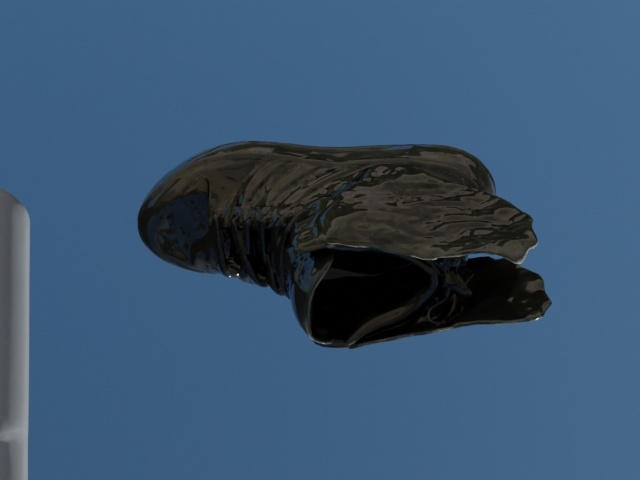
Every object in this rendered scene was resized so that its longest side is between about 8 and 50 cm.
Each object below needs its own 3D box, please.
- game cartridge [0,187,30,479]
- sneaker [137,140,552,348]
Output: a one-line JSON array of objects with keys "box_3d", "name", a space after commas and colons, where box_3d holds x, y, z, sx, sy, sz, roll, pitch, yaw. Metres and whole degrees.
[{"box_3d": [-0.262, 0.036, 0.633, 0.297, 0.062, 0.198, 9, -109, -32], "name": "game cartridge"}, {"box_3d": [0.000, 0.002, 0.542, 0.170, 0.051, 0.089, -4, -152, 20], "name": "sneaker"}]
